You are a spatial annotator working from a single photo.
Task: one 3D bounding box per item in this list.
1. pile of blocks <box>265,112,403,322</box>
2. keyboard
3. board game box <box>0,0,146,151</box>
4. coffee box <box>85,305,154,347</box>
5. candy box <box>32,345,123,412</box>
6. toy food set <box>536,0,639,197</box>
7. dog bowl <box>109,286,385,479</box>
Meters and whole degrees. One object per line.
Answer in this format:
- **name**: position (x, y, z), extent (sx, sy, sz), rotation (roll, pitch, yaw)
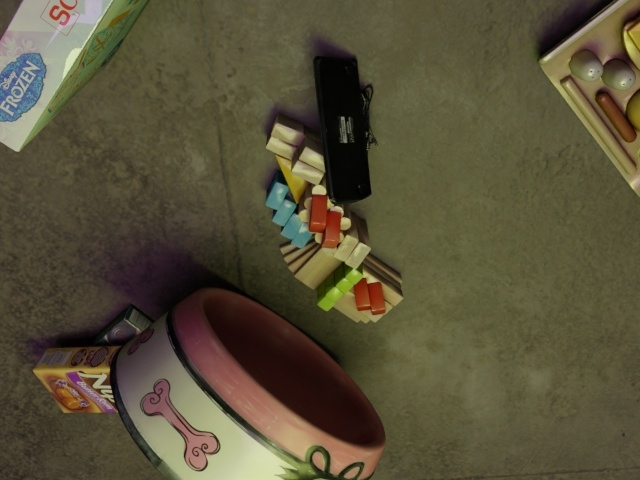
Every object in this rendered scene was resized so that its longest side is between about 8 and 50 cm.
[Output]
- **pile of blocks**: position (0.000, 0.000, 0.993), extent (0.149, 0.112, 0.362), rotation (-23, 117, 11)
- **keyboard**: position (0.030, -0.144, 0.914), extent (0.100, 0.038, 0.191), rotation (-6, 92, -39)
- **board game box**: position (-0.208, -0.280, 0.711), extent (0.066, 0.318, 0.318), rotation (35, 112, -17)
- **coffee box**: position (-0.281, 0.200, 1.140), extent (0.113, 0.040, 0.184), rotation (-38, 114, 20)
- **candy box**: position (-0.345, 0.221, 1.097), extent (0.187, 0.053, 0.109), rotation (-6, 128, 16)
- **toy food set**: position (0.459, -0.197, 0.901), extent (0.220, 0.092, 0.306), rotation (-38, 114, 19)
- **dog bowl**: position (-0.082, 0.226, 0.975), extent (0.408, 0.408, 0.150), rotation (35, 98, -19)
